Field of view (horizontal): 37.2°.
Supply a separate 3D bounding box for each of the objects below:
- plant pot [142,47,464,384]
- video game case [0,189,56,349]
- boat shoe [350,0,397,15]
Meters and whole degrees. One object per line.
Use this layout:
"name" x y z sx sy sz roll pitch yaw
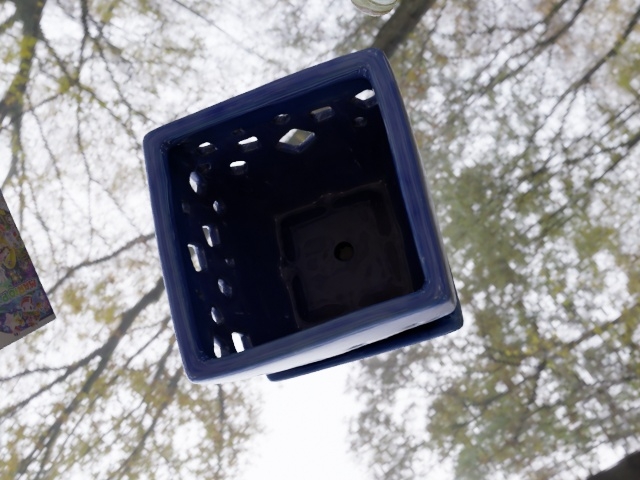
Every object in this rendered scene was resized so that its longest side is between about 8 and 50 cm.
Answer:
"plant pot" 0.000 0.000 0.871 0.212 0.236 0.236 39 -145 -67
"video game case" -0.247 0.018 0.691 0.087 0.011 0.122 -35 -74 -58
"boat shoe" 0.052 -0.463 1.358 0.105 0.089 0.285 -19 -102 -30
